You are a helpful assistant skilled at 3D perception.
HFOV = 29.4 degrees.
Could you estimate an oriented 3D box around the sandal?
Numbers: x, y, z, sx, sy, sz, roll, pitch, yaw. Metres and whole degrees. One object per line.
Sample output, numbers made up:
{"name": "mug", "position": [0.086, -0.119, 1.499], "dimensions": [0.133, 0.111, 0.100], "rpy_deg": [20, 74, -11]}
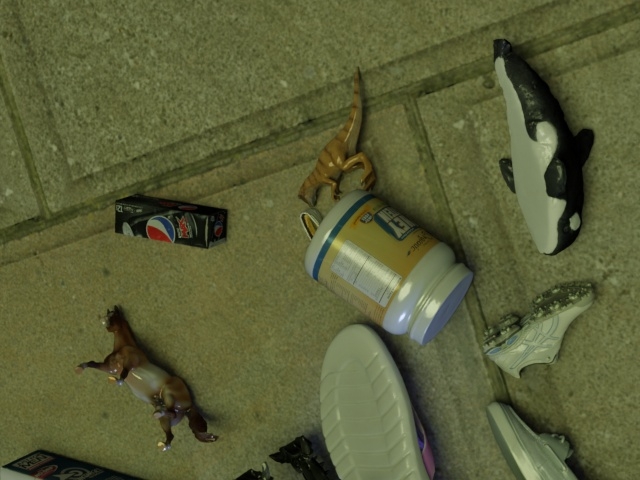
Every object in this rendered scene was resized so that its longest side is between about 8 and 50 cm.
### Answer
{"name": "sandal", "position": [0.109, 0.321, 1.739], "dimensions": [0.169, 0.102, 0.416], "rpy_deg": [-30, 72, 40]}

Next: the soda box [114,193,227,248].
{"name": "soda box", "position": [-0.229, -0.030, 1.857], "dimensions": [0.168, 0.060, 0.053], "rpy_deg": [9, 106, 24]}

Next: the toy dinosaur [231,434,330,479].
{"name": "toy dinosaur", "position": [-0.019, 0.407, 1.774], "dimensions": [0.322, 0.164, 0.218], "rpy_deg": [-36, 83, 33]}

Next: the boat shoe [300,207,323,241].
{"name": "boat shoe", "position": [0.000, 0.000, 1.768], "dimensions": [0.035, 0.035, 0.100], "rpy_deg": [-28, 86, 26]}

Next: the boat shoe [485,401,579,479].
{"name": "boat shoe", "position": [0.309, 0.307, 1.655], "dimensions": [0.081, 0.079, 0.228], "rpy_deg": [-29, 66, -8]}

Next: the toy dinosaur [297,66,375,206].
{"name": "toy dinosaur", "position": [0.033, -0.125, 1.717], "dimensions": [0.112, 0.064, 0.212], "rpy_deg": [37, 112, 16]}

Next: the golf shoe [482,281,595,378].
{"name": "golf shoe", "position": [0.306, 0.121, 1.641], "dimensions": [0.176, 0.069, 0.086], "rpy_deg": [-34, 104, 29]}

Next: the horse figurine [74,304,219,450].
{"name": "horse figurine", "position": [-0.266, 0.226, 1.879], "dimensions": [0.263, 0.174, 0.066], "rpy_deg": [41, 105, -1]}

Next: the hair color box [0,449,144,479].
{"name": "hair color box", "position": [-0.353, 0.470, 1.975], "dimensions": [0.347, 0.105, 0.174], "rpy_deg": [11, 103, 23]}

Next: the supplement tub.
{"name": "supplement tub", "position": [0.093, 0.038, 1.671], "dimensions": [0.199, 0.144, 0.144], "rpy_deg": [35, 111, 16]}

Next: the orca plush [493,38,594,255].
{"name": "orca plush", "position": [0.301, -0.132, 1.598], "dimensions": [0.151, 0.102, 0.287], "rpy_deg": [131, 121, -69]}
